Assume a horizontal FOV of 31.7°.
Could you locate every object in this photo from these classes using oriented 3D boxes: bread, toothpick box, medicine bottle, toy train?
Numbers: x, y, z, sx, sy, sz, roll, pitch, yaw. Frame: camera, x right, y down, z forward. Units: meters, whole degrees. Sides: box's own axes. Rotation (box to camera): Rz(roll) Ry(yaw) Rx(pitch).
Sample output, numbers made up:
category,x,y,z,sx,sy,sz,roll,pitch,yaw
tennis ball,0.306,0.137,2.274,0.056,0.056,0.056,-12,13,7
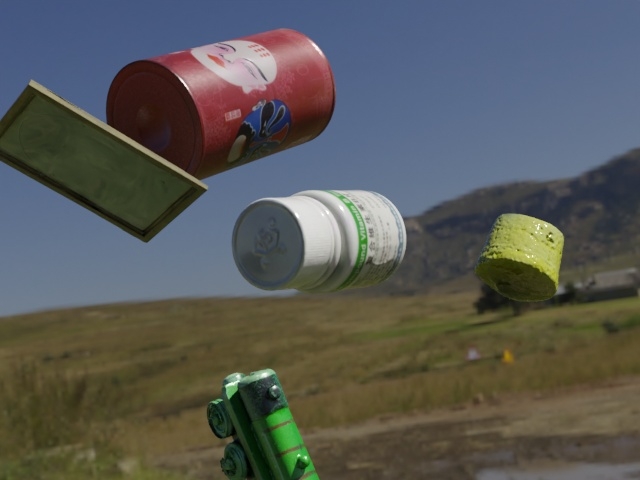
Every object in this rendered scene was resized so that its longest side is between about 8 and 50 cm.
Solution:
category,x,y,z,sx,sy,sz,roll,pitch,yaw
bread,0.315,0.028,1.737,0.129,0.114,0.111,34,-29,-31
toothpick box,-0.152,-0.215,1.796,0.204,0.204,0.333,-12,10,40
medicine bottle,0.000,0.000,1.465,0.139,0.139,0.237,-11,-6,34
toy train,-0.037,0.251,1.182,0.085,0.251,0.119,-18,-11,-35

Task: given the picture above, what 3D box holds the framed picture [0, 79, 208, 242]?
category,x,y,z,sx,sy,sz,roll,pitch,yaw
framed picture,-0.230,-0.075,1.141,0.201,0.010,0.136,31,-39,-21
